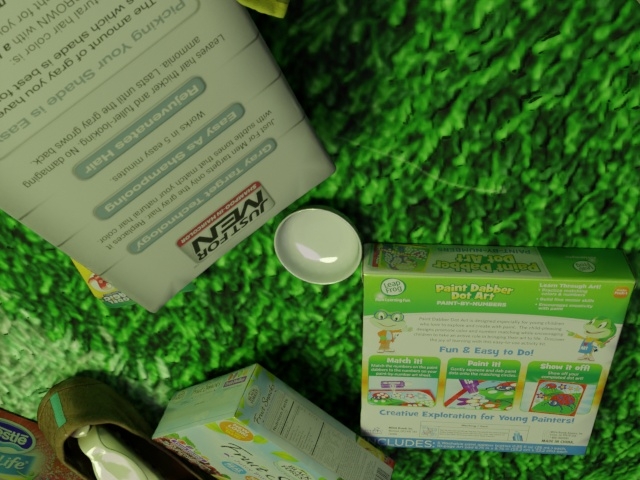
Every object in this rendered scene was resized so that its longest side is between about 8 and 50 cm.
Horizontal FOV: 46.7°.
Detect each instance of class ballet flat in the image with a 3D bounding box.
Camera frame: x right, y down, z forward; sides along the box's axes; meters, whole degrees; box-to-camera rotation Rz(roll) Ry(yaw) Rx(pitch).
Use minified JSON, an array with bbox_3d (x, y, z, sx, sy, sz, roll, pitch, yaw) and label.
[{"bbox_3d":[-0.185,0.289,0.858,0.116,0.124,0.342,-41,115,-5],"label":"ballet flat"}]

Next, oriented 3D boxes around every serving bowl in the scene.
[{"bbox_3d":[0.000,0.000,0.699,0.083,0.027,0.083,7,123,11],"label":"serving bowl"}]

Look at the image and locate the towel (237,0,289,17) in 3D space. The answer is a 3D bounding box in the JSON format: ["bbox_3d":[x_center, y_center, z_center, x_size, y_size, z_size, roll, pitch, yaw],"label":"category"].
[{"bbox_3d":[-0.002,-0.226,0.345,0.102,0.021,0.237,2,123,-52],"label":"towel"}]

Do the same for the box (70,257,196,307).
[{"bbox_3d":[-0.192,-0.017,0.698,0.105,0.043,0.179,-13,121,13],"label":"box"}]

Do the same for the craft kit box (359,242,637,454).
[{"bbox_3d":[0.164,0.117,0.759,0.250,0.061,0.246,2,128,3],"label":"craft kit box"}]

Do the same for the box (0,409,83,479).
[{"bbox_3d":[-0.412,0.300,0.882,0.300,0.142,0.154,25,124,-13],"label":"box"}]

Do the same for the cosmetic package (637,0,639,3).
[{"bbox_3d":[0.242,-0.188,0.416,0.107,0.238,0.127,5,127,1],"label":"cosmetic package"}]

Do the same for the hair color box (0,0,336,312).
[{"bbox_3d":[-0.142,-0.113,0.446,0.185,0.113,0.374,-38,148,-1],"label":"hair color box"}]

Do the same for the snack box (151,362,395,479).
[{"bbox_3d":[-0.052,0.230,0.817,0.207,0.070,0.175,39,141,-23],"label":"snack box"}]
